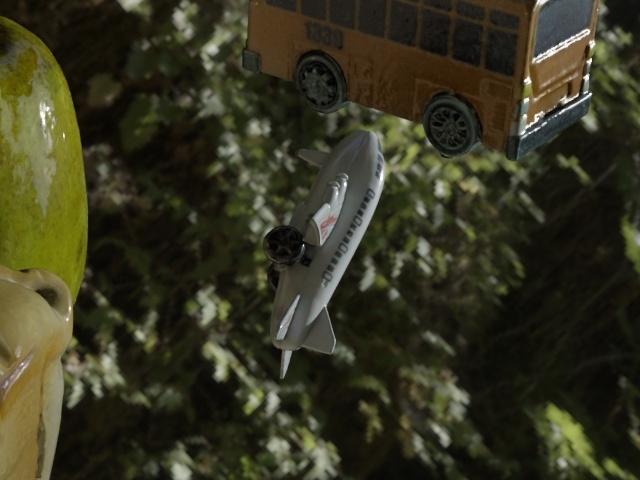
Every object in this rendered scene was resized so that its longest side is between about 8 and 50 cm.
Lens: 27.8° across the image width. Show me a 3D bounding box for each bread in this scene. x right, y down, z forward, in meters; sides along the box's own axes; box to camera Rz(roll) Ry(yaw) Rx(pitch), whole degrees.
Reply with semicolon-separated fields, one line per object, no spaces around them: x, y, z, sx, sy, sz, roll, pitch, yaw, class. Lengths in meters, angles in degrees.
-0.186;0.110;0.654;0.081;0.134;0.225;17;-60;6;bread

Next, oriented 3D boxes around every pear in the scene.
-0.296;-0.021;0.982;0.253;0.253;0.307;40;-49;31;pear

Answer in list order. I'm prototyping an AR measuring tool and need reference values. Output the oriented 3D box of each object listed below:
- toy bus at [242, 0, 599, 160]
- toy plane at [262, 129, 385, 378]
0.049;-0.118;0.690;0.182;0.091;0.103;22;-54;31;toy bus
0.000;0.000;0.840;0.066;0.171;0.162;10;-24;6;toy plane
